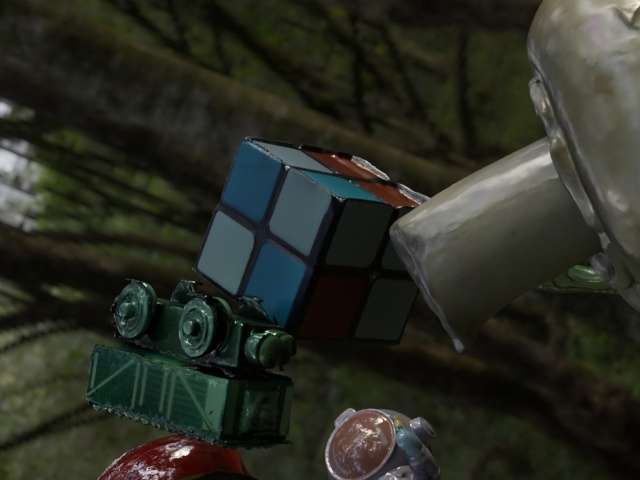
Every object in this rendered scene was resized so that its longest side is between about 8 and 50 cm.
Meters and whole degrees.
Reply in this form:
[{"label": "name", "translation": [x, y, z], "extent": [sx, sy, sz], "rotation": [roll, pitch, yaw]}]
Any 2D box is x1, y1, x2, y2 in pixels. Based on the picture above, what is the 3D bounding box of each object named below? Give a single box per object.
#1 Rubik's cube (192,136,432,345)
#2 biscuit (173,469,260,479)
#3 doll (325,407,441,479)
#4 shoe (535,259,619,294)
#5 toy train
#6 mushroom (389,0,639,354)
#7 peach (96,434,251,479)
[{"label": "Rubik's cube", "translation": [0.000, 0.001, 1.944], "extent": [0.180, 0.183, 0.167], "rotation": [5, -71, -47]}, {"label": "biscuit", "translation": [-0.116, 0.386, 1.878], "extent": [0.102, 0.296, 0.296], "rotation": [-7, 52, 53]}, {"label": "doll", "translation": [0.092, 0.266, 1.680], "extent": [0.287, 0.151, 0.151], "rotation": [58, 144, 42]}, {"label": "shoe", "translation": [0.313, -0.011, 2.129], "extent": [0.128, 0.262, 0.140], "rotation": [34, -105, -46]}, {"label": "toy train", "translation": [-0.138, 0.123, 1.876], "extent": [0.115, 0.269, 0.154], "rotation": [7, -87, -45]}, {"label": "mushroom", "translation": [0.221, -0.043, 1.408], "extent": [0.336, 0.314, 0.314], "rotation": [-30, -7, 4]}, {"label": "peach", "translation": [-0.183, 0.341, 2.193], "extent": [0.243, 0.243, 0.200], "rotation": [-27, -84, -78]}]
